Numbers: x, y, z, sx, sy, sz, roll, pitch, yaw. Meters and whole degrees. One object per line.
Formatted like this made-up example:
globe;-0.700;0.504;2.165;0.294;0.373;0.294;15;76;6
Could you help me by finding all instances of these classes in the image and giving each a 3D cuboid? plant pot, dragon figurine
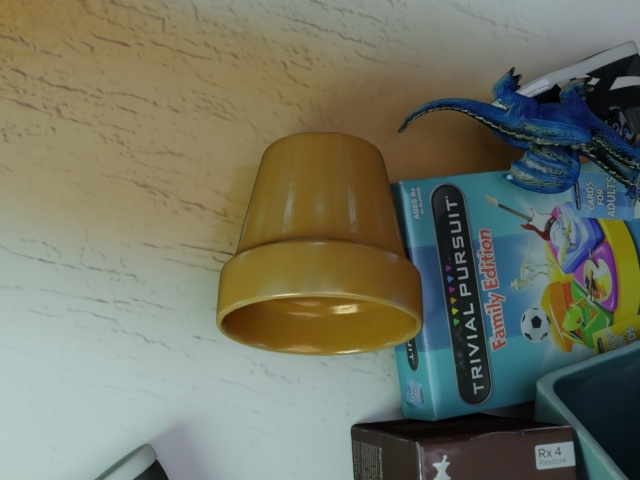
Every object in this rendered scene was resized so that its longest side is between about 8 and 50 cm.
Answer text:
plant pot;0.374;0.276;1.106;0.247;0.247;0.252;-16;133;-21
dragon figurine;0.237;-0.109;1.115;0.289;0.144;0.085;5;128;-10
plant pot;0.000;0.000;1.069;0.205;0.205;0.188;7;67;-17

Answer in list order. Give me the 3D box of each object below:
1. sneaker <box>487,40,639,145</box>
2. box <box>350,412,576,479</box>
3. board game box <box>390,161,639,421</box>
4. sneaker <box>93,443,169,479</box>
sneaker;0.304;-0.145;1.225;0.216;0.079;0.121;-24;92;-19
box;0.142;0.271;1.074;0.168;0.203;0.167;-2;85;-16
board game box;0.240;0.047;1.177;0.335;0.079;0.254;-7;87;-22
sneaker;-0.238;0.342;0.998;0.295;0.104;0.147;-38;92;-21
